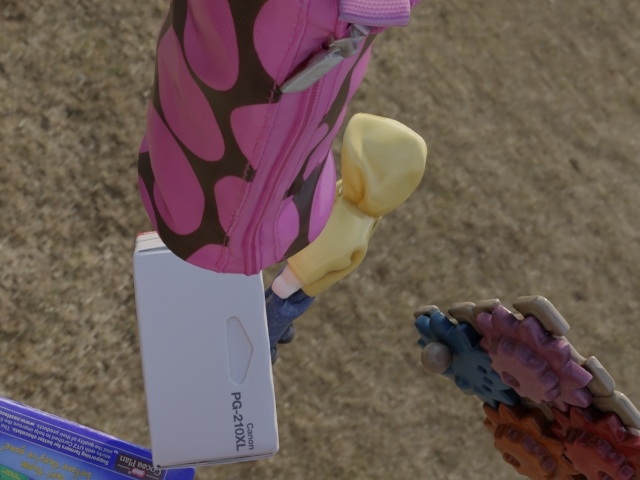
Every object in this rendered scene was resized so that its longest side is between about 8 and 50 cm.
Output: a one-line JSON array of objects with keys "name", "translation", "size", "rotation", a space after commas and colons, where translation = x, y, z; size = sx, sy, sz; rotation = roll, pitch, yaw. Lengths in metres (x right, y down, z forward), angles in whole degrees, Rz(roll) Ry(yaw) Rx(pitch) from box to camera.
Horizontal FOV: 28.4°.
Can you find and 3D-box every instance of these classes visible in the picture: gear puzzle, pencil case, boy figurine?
[{"name": "gear puzzle", "translation": [0.189, 0.175, 0.852], "size": [0.044, 0.175, 0.339], "rotation": [-46, 104, -22]}, {"name": "pencil case", "translation": [-0.016, -0.060, 0.431], "size": [0.095, 0.209, 0.098], "rotation": [-13, 69, -17]}, {"name": "boy figurine", "translation": [0.000, 0.000, 1.246], "size": [0.092, 0.285, 0.177], "rotation": [36, 30, 3]}]

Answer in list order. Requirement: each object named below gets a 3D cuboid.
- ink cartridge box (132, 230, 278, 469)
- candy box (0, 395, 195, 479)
[{"name": "ink cartridge box", "translation": [-0.100, 0.078, 1.055], "size": [0.100, 0.237, 0.172], "rotation": [-6, 94, -7]}, {"name": "candy box", "translation": [-0.296, 0.315, 1.151], "size": [0.268, 0.122, 0.317], "rotation": [22, 73, -8]}]
